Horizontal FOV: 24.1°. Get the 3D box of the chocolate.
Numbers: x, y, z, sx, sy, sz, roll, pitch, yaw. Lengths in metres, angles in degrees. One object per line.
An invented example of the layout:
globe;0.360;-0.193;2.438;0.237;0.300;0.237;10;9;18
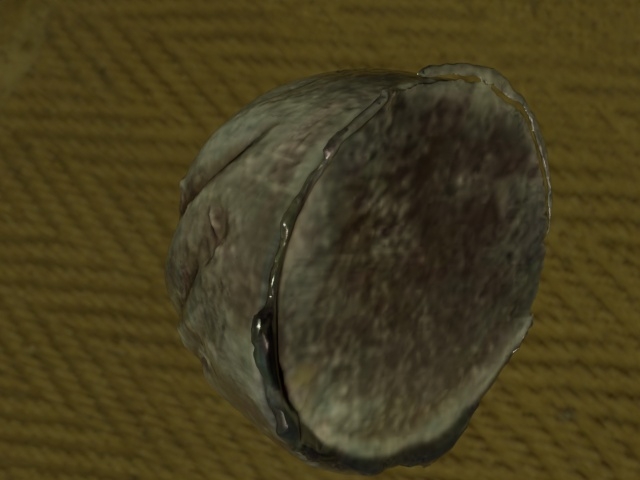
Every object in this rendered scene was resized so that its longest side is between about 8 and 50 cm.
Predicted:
chocolate;0.000;0.000;1.087;0.213;0.303;0.303;19;81;42
